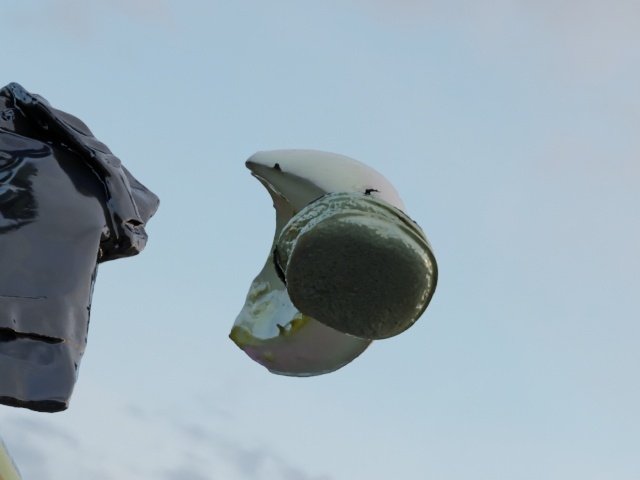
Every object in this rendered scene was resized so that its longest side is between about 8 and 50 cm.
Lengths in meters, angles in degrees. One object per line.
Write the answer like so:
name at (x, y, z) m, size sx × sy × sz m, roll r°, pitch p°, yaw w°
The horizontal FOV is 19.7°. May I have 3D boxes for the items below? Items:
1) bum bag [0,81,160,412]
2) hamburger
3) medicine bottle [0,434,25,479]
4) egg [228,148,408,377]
bum bag at (-0.188, 0.005, 1.174) m, size 0.137 × 0.310 × 0.074 m, roll 28°, pitch -53°, yaw -7°
hamburger at (0.033, 0.020, 1.607) m, size 0.140 × 0.062 × 0.133 m, roll 20°, pitch -56°, yaw -11°
medicine bottle at (-0.339, 0.291, 1.860) m, size 0.124 × 0.124 × 0.239 m, roll 6°, pitch -52°, yaw 38°
egg at (0.016, 0.009, 2.058) m, size 0.206 × 0.162 × 0.271 m, roll 12°, pitch -58°, yaw 27°
